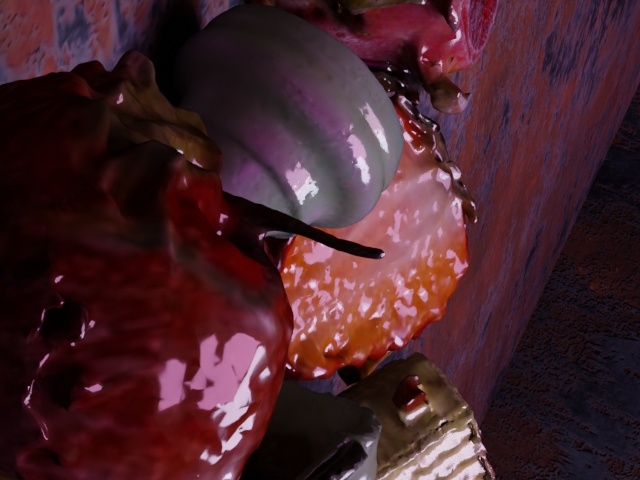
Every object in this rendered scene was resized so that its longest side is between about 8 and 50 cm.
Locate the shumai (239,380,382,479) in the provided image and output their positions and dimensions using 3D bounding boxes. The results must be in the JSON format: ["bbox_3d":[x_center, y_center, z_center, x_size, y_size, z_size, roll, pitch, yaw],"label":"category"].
[{"bbox_3d":[-0.063,0.239,0.819,0.288,0.292,0.330,127,-13,-61],"label":"shumai"}]

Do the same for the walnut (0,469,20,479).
[{"bbox_3d":[-0.167,0.201,0.454,0.306,0.306,0.344,-69,159,3],"label":"walnut"}]

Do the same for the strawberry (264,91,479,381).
[{"bbox_3d":[0.000,0.000,1.123,0.236,0.111,0.190,-43,124,-35],"label":"strawberry"}]

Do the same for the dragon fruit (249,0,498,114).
[{"bbox_3d":[0.052,-0.189,0.950,0.211,0.147,0.282,-65,167,-10],"label":"dragon fruit"}]

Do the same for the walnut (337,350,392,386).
[{"bbox_3d":[0.040,0.038,1.358,0.167,0.087,0.211,-58,169,-9],"label":"walnut"}]

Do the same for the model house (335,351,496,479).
[{"bbox_3d":[0.026,0.208,1.301,0.196,0.160,0.254,-31,151,-19],"label":"model house"}]

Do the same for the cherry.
[{"bbox_3d":[-0.109,0.052,0.639,0.175,0.192,0.250,-18,140,-50],"label":"cherry"}]

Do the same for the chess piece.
[{"bbox_3d":[-0.086,0.007,0.831,0.272,0.139,0.139,-48,159,-23],"label":"chess piece"}]
